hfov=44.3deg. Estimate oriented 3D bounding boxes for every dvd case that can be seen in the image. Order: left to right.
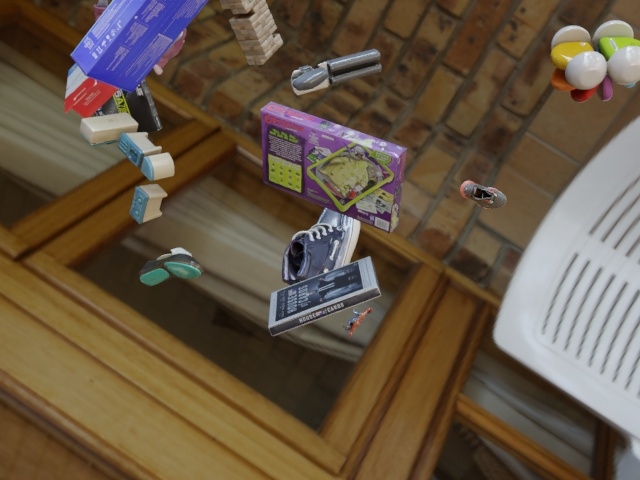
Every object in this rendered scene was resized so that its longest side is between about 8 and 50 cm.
[{"bbox_3d":[0.006,0.114,1.663,0.239,0.029,0.179,-20,18,5],"label":"dvd case"}]

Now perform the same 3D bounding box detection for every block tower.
[{"bbox_3d":[-0.219,-0.678,2.280,0.097,0.091,0.335,-54,-45,-31],"label":"block tower"}]

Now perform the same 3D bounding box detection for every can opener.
[{"bbox_3d":[0.052,-0.477,2.259,0.284,0.095,0.076,-18,-55,-13],"label":"can opener"}]

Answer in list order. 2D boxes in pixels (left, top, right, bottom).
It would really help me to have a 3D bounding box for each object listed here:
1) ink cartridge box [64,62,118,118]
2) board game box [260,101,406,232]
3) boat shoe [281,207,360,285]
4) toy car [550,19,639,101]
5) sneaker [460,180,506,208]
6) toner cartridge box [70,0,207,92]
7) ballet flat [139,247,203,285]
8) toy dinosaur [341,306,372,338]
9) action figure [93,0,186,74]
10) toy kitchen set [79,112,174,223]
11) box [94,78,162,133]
[{"bbox_3d":[-0.623,-0.427,2.146,0.134,0.078,0.231,-37,39,20],"label":"ink cartridge box"},{"bbox_3d":[0.021,-0.165,1.757,0.056,0.347,0.208,-48,-29,-37],"label":"board game box"},{"bbox_3d":[0.000,0.000,2.031,0.127,0.158,0.340,-17,49,35],"label":"boat shoe"},{"bbox_3d":[0.529,-0.328,1.503,0.159,0.182,0.136,-92,-6,-49],"label":"toy car"},{"bbox_3d":[0.454,-0.116,2.143,0.065,0.158,0.061,29,104,58],"label":"sneaker"},{"bbox_3d":[-0.387,-0.499,1.764,0.348,0.075,0.165,-45,-20,15],"label":"toner cartridge box"},{"bbox_3d":[-0.472,0.074,2.508,0.281,0.095,0.096,-10,47,36],"label":"ballet flat"},{"bbox_3d":[0.093,0.192,1.878,0.082,0.090,0.047,-28,-46,2],"label":"toy dinosaur"},{"bbox_3d":[-0.522,-0.561,2.115,0.276,0.248,0.370,-40,9,35],"label":"action figure"},{"bbox_3d":[-0.452,-0.162,1.795,0.122,0.207,0.166,-19,-37,-44],"label":"toy kitchen set"},{"bbox_3d":[-0.598,-0.405,2.393,0.045,0.184,0.190,-60,-44,-67],"label":"box"}]
